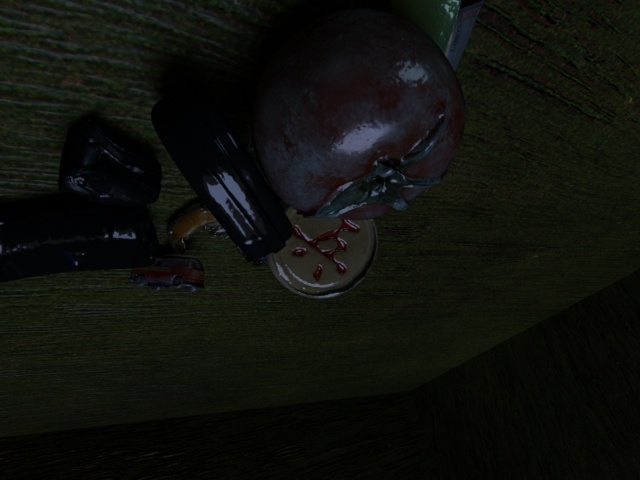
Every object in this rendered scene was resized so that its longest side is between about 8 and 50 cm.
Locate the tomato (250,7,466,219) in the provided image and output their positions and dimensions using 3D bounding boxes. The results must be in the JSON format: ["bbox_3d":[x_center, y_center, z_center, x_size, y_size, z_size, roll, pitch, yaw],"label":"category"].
[{"bbox_3d":[0.053,-0.174,0.732,0.316,0.283,0.317,-13,154,-7],"label":"tomato"}]

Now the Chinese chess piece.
[{"bbox_3d":[0.000,0.000,1.060,0.249,0.250,0.103,-9,-166,-11],"label":"Chinese chess piece"}]

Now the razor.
[{"bbox_3d":[-0.491,0.000,0.956,0.326,0.107,0.189,-7,150,-12],"label":"razor"}]

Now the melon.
[{"bbox_3d":[0.142,-0.382,0.677,0.113,0.053,0.262,1,148,9],"label":"melon"}]

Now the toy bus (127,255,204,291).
[{"bbox_3d":[-0.347,0.074,1.133,0.174,0.077,0.079,0,166,19],"label":"toy bus"}]

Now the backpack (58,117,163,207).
[{"bbox_3d":[-0.351,-0.113,0.827,0.105,0.120,0.165,-6,158,31],"label":"backpack"}]

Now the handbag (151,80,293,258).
[{"bbox_3d":[-0.153,-0.104,0.780,0.093,0.254,0.308,-35,134,-5],"label":"handbag"}]

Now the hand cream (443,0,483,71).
[{"bbox_3d":[0.213,-0.300,0.835,0.067,0.043,0.210,-28,156,-25],"label":"hand cream"}]

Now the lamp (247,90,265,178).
[{"bbox_3d":[-0.112,-0.183,0.878,0.056,0.050,0.198,-2,150,-16],"label":"lamp"}]

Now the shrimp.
[{"bbox_3d":[-0.225,-0.001,1.131,0.222,0.054,0.290,-19,147,4],"label":"shrimp"}]
